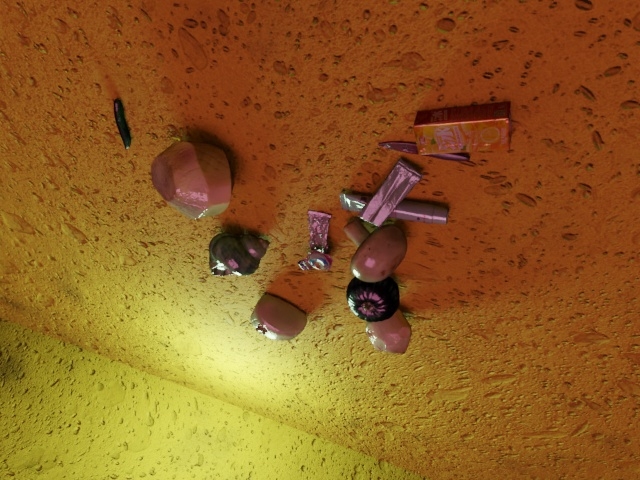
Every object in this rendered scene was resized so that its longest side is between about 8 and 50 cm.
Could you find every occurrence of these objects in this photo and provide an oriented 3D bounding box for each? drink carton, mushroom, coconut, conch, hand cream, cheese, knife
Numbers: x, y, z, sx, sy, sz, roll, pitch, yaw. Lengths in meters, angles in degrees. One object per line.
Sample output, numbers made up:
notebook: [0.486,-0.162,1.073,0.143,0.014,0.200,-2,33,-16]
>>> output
drink carton: [0.349,-0.272,1.196,0.223,0.071,0.096,1,137,24]
mushroom: [0.159,0.017,1.537,0.215,0.207,0.207,47,147,22]
coconut: [0.262,0.351,1.848,0.183,0.171,0.171,63,144,20]
conch: [-0.312,0.057,1.796,0.277,0.195,0.220,-26,136,15]
hand cream: [0.219,-0.100,1.470,0.331,0.058,0.085,12,154,19]
coconut: [-0.381,-0.187,1.507,0.259,0.259,0.259,12,140,11]
hand cream: [-0.001,0.003,1.685,0.084,0.050,0.257,12,137,15]
cheese: [-0.018,0.074,1.699,0.145,0.038,0.095,-17,119,40]
knife: [0.275,-0.241,1.304,0.247,0.018,0.035,12,143,13]

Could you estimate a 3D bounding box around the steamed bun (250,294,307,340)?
steamed bun: [-0.188,0.352,2.080,0.238,0.153,0.170,32,141,-9]

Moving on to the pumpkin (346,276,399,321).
pumpkin: [0.187,0.205,1.746,0.202,0.140,0.202,10,124,15]

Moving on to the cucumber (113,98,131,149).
cucumber: [-0.632,-0.370,1.546,0.036,0.033,0.184,36,145,22]

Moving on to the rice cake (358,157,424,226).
rice cake: [0.198,-0.130,1.400,0.085,0.040,0.226,38,123,2]
